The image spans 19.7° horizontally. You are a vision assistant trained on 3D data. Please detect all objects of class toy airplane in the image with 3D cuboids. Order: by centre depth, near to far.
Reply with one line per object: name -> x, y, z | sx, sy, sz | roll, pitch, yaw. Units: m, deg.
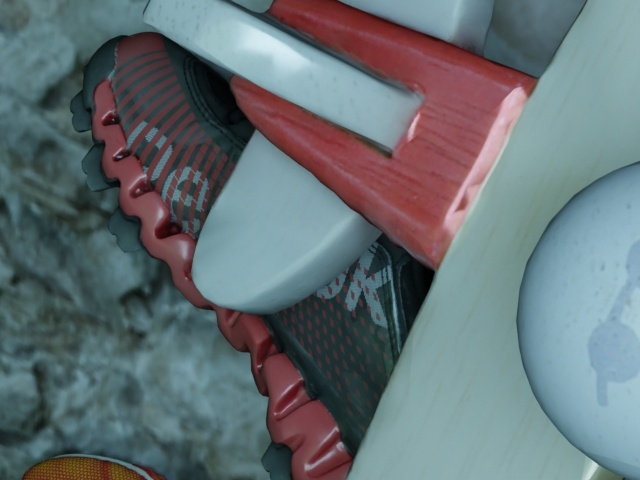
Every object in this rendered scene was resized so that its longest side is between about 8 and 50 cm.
toy airplane -> 0.102, 0.005, 0.566 | 0.384, 0.272, 0.386 | -17, 85, 16

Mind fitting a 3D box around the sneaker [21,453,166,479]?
sneaker -> -0.084, 0.158, 0.882 | 0.175, 0.067, 0.064 | 30, 115, 27

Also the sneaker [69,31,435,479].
sneaker -> 0.000, 0.000, 0.784 | 0.135, 0.098, 0.276 | -43, 67, 18
